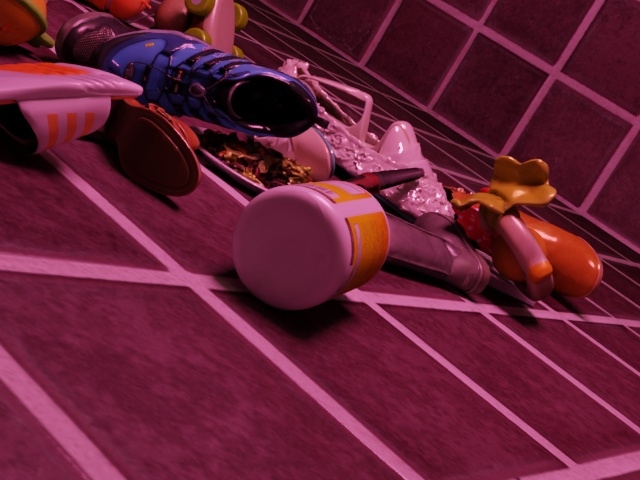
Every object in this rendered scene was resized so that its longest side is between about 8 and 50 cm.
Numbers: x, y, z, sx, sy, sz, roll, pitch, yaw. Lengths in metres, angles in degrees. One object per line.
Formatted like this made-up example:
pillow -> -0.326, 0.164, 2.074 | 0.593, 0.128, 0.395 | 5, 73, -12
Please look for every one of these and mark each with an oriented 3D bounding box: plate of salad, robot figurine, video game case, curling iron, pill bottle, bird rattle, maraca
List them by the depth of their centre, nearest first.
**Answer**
pill bottle -> 0.000, 0.000, 1.161 | 0.117, 0.117, 0.215 | 34, 13, 13
maraca -> -0.386, -0.282, 1.412 | 0.127, 0.099, 0.186 | 26, -12, 8
plate of salad -> -0.084, -0.105, 1.523 | 0.199, 0.048, 0.200 | 30, 13, -8
bird rattle -> 0.263, -0.001, 1.683 | 0.207, 0.143, 0.253 | 62, -11, 18
curling iron -> 0.083, -0.078, 1.713 | 0.068, 0.035, 0.274 | 27, 22, 24
video game case -> 0.241, 0.037, 1.781 | 0.157, 0.019, 0.143 | 24, 14, -26
robot figurine -> -0.383, -0.478, 2.065 | 0.219, 0.128, 0.158 | 30, -19, -4

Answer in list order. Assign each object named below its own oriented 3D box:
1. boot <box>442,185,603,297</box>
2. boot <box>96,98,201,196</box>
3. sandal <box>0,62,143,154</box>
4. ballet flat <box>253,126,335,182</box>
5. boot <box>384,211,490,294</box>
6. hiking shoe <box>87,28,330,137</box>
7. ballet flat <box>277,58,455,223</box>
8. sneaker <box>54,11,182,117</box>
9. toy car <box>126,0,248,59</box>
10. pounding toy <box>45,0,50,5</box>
boot -> 0.313, -0.001, 1.942 | 0.211, 0.104, 0.295 | 17, 14, -31
boot -> -0.175, -0.109, 1.291 | 0.197, 0.073, 0.152 | 39, 11, 22
sandal -> -0.292, -0.119, 1.080 | 0.265, 0.076, 0.102 | -10, 23, -39
ballet flat -> -0.050, -0.139, 1.687 | 0.086, 0.086, 0.248 | 25, 12, -25
boot -> 0.113, -0.005, 1.570 | 0.208, 0.076, 0.189 | 14, 18, -33
hiking shoe -> -0.141, -0.202, 1.475 | 0.304, 0.113, 0.132 | 9, 7, -12
ballet flat -> 0.067, -0.164, 1.898 | 0.409, 0.147, 0.147 | 35, 14, 15
sneaker -> -0.244, -0.233, 1.553 | 0.130, 0.087, 0.227 | 31, 6, 32
toy car -> -0.250, -0.379, 2.094 | 0.188, 0.149, 0.155 | 5, -2, 23
pounding toy -> -0.471, -0.384, 1.601 | 0.206, 0.094, 0.181 | 28, 35, -12
